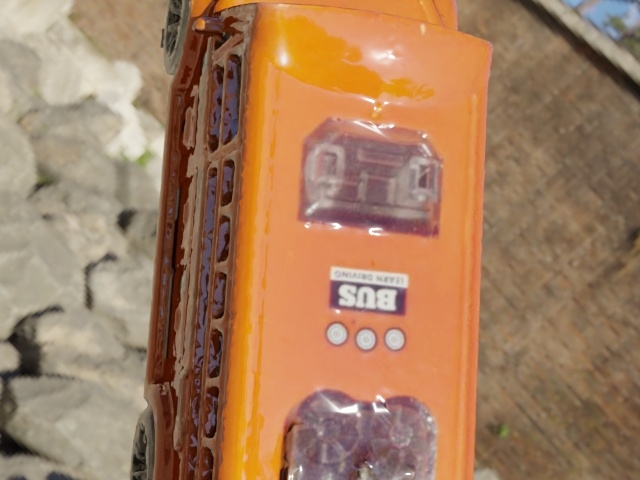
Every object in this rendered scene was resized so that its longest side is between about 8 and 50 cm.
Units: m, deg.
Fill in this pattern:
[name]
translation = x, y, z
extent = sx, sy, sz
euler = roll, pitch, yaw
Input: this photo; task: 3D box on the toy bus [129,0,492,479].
[toy bus]
translation = 0.000, 0.000, 0.605
extent = 0.142, 0.329, 0.153
euler = 7, -12, -17
